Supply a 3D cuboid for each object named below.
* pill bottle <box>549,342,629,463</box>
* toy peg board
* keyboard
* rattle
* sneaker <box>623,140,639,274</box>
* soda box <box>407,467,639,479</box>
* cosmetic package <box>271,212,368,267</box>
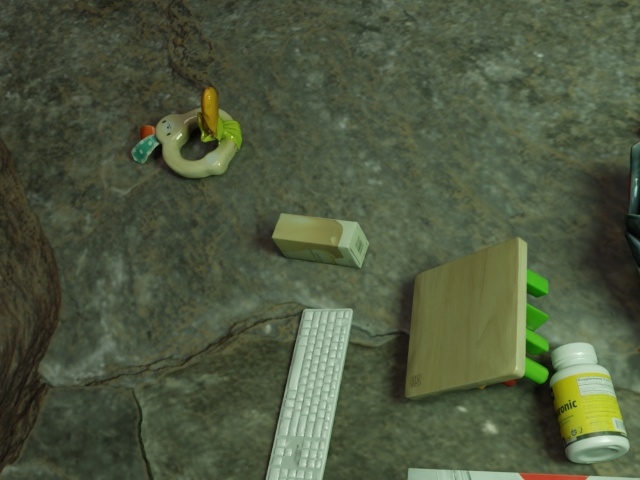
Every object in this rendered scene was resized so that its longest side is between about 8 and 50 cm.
[{"bbox_3d":[0.280,0.171,0.862,0.065,0.065,0.116,-13,55,14],"label":"pill bottle"},{"bbox_3d":[0.186,0.103,0.931,0.160,0.079,0.161,-26,45,45],"label":"toy peg board"},{"bbox_3d":[-0.014,0.200,0.995,0.072,0.014,0.256,0,60,22],"label":"keyboard"},{"bbox_3d":[-0.231,-0.175,1.246,0.199,0.143,0.130,18,86,24],"label":"rattle"},{"bbox_3d":[0.381,0.039,0.836,0.131,0.148,0.350,-25,48,29],"label":"sneaker"},{"bbox_3d":[0.228,0.285,0.794,0.286,0.091,0.098,-3,58,20],"label":"soda box"},{"bbox_3d":[0.000,0.000,1.087,0.115,0.060,0.041,7,63,27],"label":"cosmetic package"}]
